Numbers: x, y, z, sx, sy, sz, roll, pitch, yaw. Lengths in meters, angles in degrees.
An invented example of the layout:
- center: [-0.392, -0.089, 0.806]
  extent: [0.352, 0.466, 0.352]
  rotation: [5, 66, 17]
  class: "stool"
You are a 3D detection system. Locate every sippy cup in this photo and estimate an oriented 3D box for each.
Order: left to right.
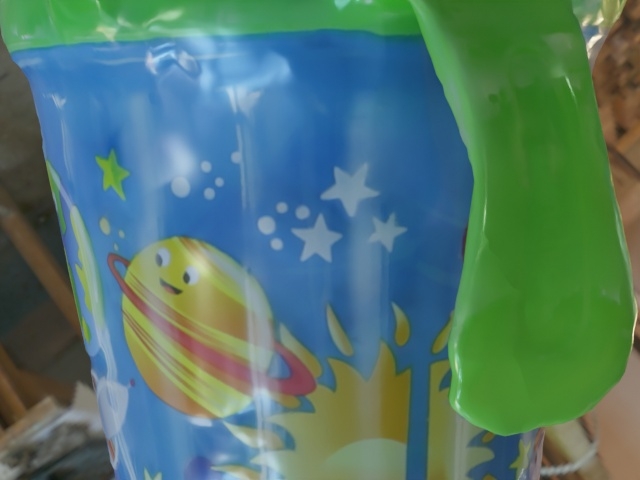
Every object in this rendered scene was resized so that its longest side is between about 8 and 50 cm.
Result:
- center: [0.000, 0.000, 0.497]
  extent: [0.240, 0.224, 0.305]
  rotation: [-1, -173, 14]
  class: "sippy cup"
